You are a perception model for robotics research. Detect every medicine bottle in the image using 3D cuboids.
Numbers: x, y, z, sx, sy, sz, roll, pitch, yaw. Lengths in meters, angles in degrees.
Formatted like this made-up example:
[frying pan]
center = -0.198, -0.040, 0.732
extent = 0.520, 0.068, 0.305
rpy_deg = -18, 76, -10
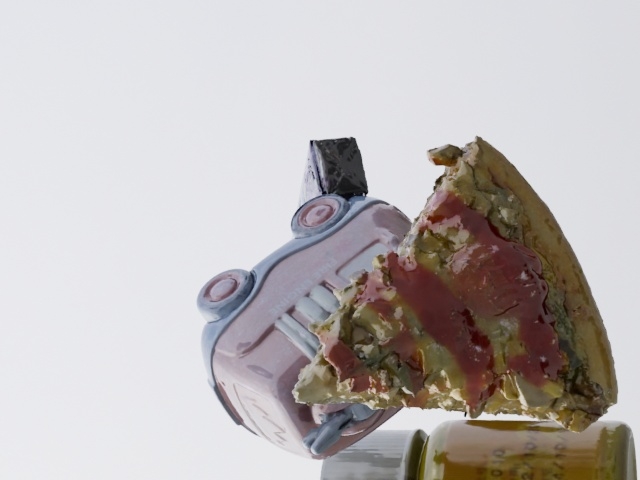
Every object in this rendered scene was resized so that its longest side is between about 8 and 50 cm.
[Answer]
[medicine bottle]
center = 0.204, 0.336, 1.974
extent = 0.224, 0.384, 0.224
rpy_deg = 0, -90, -75

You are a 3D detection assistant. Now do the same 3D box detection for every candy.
[candy]
center = 0.000, 0.000, 1.861
extent = 0.312, 0.061, 0.088
rpy_deg = 104, 160, -54

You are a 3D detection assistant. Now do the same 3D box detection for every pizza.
[pizza]
center = 0.073, 0.044, 0.885
extent = 0.199, 0.062, 0.188
rpy_deg = -26, -98, -25

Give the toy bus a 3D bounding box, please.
[toy bus]
center = 0.028, 0.103, 1.656
extent = 0.294, 0.232, 0.197
rpy_deg = -37, -57, -15
